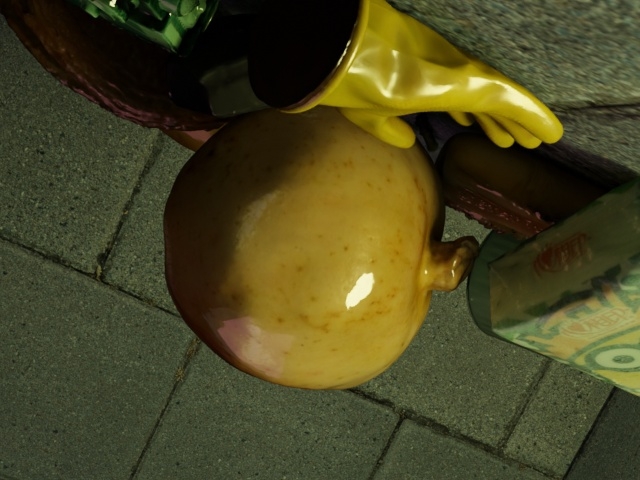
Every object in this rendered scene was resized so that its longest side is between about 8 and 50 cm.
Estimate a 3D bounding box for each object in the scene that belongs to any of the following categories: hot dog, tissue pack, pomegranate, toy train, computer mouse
[{"bbox_3d":[-0.268,-0.281,0.978,0.388,0.174,0.267,18,-161,-19],"label":"hot dog"},{"bbox_3d":[0.386,0.076,0.786,0.311,0.128,0.228,25,141,-24],"label":"tissue pack"},{"bbox_3d":[0.000,0.000,0.864,0.412,0.411,0.411,26,-174,-3],"label":"pomegranate"},{"bbox_3d":[-0.228,-0.274,0.625,0.269,0.115,0.154,26,180,1],"label":"toy train"},{"bbox_3d":[-0.090,-0.212,0.780,0.170,0.100,0.269,-20,-159,-18],"label":"computer mouse"}]

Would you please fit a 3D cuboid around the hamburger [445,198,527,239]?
[{"bbox_3d":[0.272,-0.072,1.046,0.177,0.113,0.185,29,-175,33],"label":"hamburger"}]

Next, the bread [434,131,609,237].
[{"bbox_3d":[0.298,-0.051,0.889,0.305,0.091,0.142,26,176,1],"label":"bread"}]

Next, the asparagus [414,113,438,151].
[{"bbox_3d":[0.172,-0.175,1.085,0.025,0.024,0.248,21,-177,14],"label":"asparagus"}]

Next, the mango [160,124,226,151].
[{"bbox_3d":[-0.319,-0.359,1.535,0.446,0.232,0.300,33,-170,6],"label":"mango"}]

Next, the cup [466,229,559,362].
[{"bbox_3d":[0.584,0.100,1.467,0.392,0.401,0.310,26,149,56],"label":"cup"}]

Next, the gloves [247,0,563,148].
[{"bbox_3d":[0.092,-0.123,0.563,0.294,0.116,0.133,13,-160,-42],"label":"gloves"}]
